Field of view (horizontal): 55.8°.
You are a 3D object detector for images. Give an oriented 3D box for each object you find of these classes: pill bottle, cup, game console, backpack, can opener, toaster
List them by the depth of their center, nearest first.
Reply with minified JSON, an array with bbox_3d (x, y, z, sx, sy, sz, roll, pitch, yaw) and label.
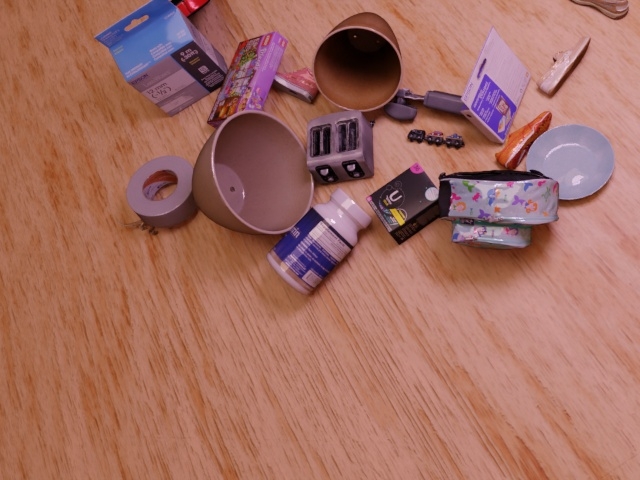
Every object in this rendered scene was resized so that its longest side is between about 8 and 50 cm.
[{"bbox_3d":[0.411,-0.074,1.377,0.253,0.225,0.191,-5,89,24],"label":"backpack"},{"bbox_3d":[0.000,0.000,1.564,0.264,0.153,0.153,-46,61,2],"label":"pill bottle"},{"bbox_3d":[0.304,-0.351,1.617,0.283,0.076,0.095,20,113,27],"label":"can opener"},{"bbox_3d":[-0.216,-0.157,1.649,0.237,0.331,0.331,-16,64,46],"label":"cup"},{"bbox_3d":[0.058,-0.259,1.653,0.168,0.110,0.185,-7,70,20],"label":"toaster"},{"bbox_3d":[-0.495,-0.730,1.975,0.342,0.060,0.386,-32,28,14],"label":"game console"}]

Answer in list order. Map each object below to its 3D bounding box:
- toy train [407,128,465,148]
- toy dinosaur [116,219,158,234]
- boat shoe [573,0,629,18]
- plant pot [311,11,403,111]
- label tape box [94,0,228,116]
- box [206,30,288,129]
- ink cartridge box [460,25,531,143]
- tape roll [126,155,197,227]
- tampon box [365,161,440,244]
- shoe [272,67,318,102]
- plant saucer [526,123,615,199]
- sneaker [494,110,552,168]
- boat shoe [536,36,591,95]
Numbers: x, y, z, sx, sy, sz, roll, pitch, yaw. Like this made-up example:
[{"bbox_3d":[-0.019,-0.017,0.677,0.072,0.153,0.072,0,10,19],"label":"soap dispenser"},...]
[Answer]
[{"bbox_3d":[0.307,-0.272,1.600,0.158,0.027,0.036,14,68,27],"label":"toy train"},{"bbox_3d":[-0.537,-0.061,1.880,0.183,0.053,0.092,-28,49,4],"label":"toy dinosaur"},{"bbox_3d":[0.697,-0.636,1.533,0.190,0.072,0.068,40,90,29],"label":"boat shoe"},{"bbox_3d":[0.114,-0.519,1.649,0.237,0.237,0.254,-9,39,20],"label":"plant pot"},{"bbox_3d":[-0.466,-0.549,1.838,0.249,0.348,0.115,-27,69,12],"label":"label tape box"},{"bbox_3d":[-0.224,-0.480,1.837,0.201,0.057,0.293,7,74,49],"label":"box"},{"bbox_3d":[0.422,-0.379,1.488,0.045,0.208,0.206,15,77,49],"label":"ink cartridge box"},{"bbox_3d":[-0.471,-0.149,1.832,0.219,0.072,0.219,-6,60,9],"label":"tape roll"},{"bbox_3d":[0.222,-0.092,1.530,0.161,0.101,0.120,-36,63,8],"label":"tampon box"},{"bbox_3d":[-0.075,-0.482,1.816,0.178,0.063,0.081,32,82,26],"label":"shoe"},{"bbox_3d":[0.594,-0.182,1.441,0.195,0.037,0.195,-8,69,21],"label":"plant saucer"},{"bbox_3d":[0.500,-0.259,1.494,0.175,0.064,0.067,-45,52,0],"label":"sneaker"},{"bbox_3d":[0.606,-0.445,1.512,0.059,0.063,0.170,38,90,23],"label":"boat shoe"}]
